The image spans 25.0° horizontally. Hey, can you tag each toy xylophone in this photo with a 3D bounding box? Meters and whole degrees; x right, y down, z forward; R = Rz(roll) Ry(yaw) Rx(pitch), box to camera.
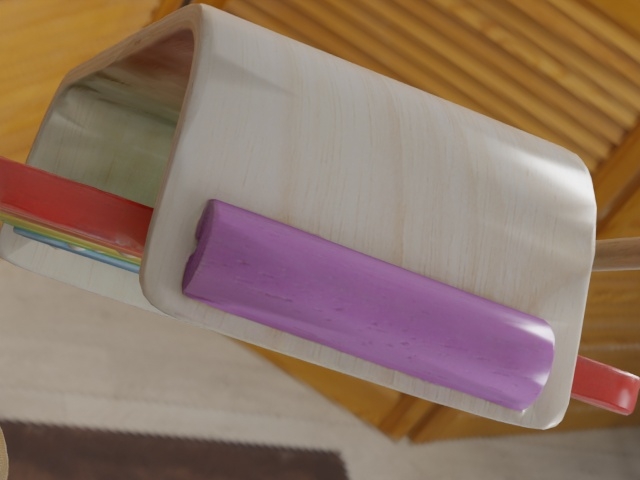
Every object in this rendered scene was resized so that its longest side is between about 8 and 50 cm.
[{"bbox_3d":[0.000,0.000,0.489,0.236,0.323,0.081,19,85,-10],"label":"toy xylophone"}]

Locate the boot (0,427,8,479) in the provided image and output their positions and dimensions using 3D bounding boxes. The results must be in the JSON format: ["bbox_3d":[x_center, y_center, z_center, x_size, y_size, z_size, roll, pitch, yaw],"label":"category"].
[{"bbox_3d":[-0.303,0.156,0.732,0.305,0.112,0.115,-17,20,-1],"label":"boot"}]
